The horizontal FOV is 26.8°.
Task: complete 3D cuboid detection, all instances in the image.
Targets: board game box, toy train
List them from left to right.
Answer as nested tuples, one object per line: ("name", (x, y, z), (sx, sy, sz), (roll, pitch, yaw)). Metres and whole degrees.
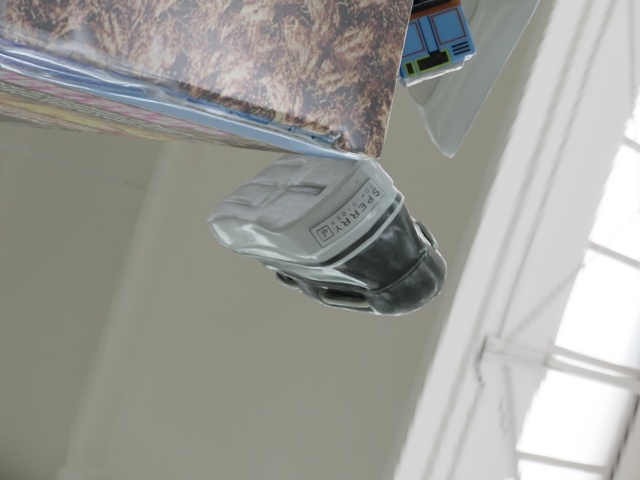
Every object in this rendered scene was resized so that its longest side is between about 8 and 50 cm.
("board game box", (-0.144, -0.127, 0.448), (0.291, 0.232, 0.141), (9, -93, 47))
("toy train", (0.034, -0.168, 1.092), (0.184, 0.080, 0.105), (-18, -89, 0))

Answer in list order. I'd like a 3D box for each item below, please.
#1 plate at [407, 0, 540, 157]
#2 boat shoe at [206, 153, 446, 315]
("plate", (0.133, -0.283, 1.531), (0.278, 0.045, 0.277), (116, -38, -48))
("boat shoe", (0.000, 0.000, 1.014), (0.121, 0.119, 0.335), (-39, -167, -4))
